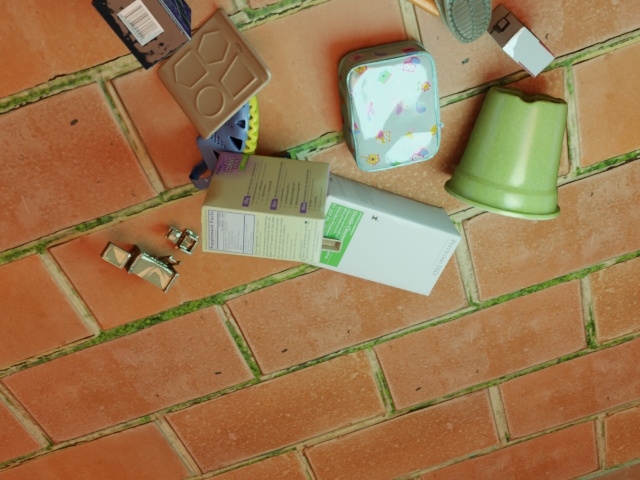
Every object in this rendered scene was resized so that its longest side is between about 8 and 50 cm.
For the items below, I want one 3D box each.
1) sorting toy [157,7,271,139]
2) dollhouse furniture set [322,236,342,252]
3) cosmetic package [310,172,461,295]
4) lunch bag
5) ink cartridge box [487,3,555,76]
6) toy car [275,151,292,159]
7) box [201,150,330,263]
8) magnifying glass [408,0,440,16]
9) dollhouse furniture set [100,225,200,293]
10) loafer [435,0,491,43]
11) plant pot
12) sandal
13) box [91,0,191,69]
[{"bbox_3d":[-0.222,-0.345,1.415,0.208,0.038,0.193,-40,79,19],"label":"sorting toy"},{"bbox_3d":[0.000,0.000,1.531,0.114,0.081,0.091,9,119,-11],"label":"dollhouse furniture set"},{"bbox_3d":[0.135,-0.017,1.683,0.365,0.155,0.197,15,117,-17],"label":"cosmetic package"},{"bbox_3d":[0.162,-0.298,1.527,0.224,0.108,0.279,-15,127,-6],"label":"lunch bag"},{"bbox_3d":[0.424,-0.433,1.460,0.109,0.150,0.063,30,117,-26],"label":"ink cartridge box"},{"bbox_3d":[-0.079,-0.154,1.614,0.040,0.060,0.122,-5,124,33],"label":"toy car"},{"bbox_3d":[-0.109,-0.072,1.414,0.243,0.213,0.117,7,128,-2],"label":"box"},{"bbox_3d":[0.159,-0.536,1.421,0.231,0.026,0.092,22,117,-21],"label":"magnifying glass"},{"bbox_3d":[-0.420,0.008,1.660,0.182,0.101,0.161,34,87,-27],"label":"dollhouse furniture set"},{"bbox_3d":[0.277,-0.535,1.399,0.102,0.092,0.268,-26,129,7],"label":"loafer"},{"bbox_3d":[0.450,-0.214,1.565,0.276,0.276,0.254,5,111,-14],"label":"plant pot"},{"bbox_3d":[-0.213,-0.214,1.513,0.138,0.126,0.317,9,120,-11],"label":"sandal"},{"bbox_3d":[-0.332,-0.442,1.282,0.108,0.207,0.153,-31,125,11],"label":"box"}]
